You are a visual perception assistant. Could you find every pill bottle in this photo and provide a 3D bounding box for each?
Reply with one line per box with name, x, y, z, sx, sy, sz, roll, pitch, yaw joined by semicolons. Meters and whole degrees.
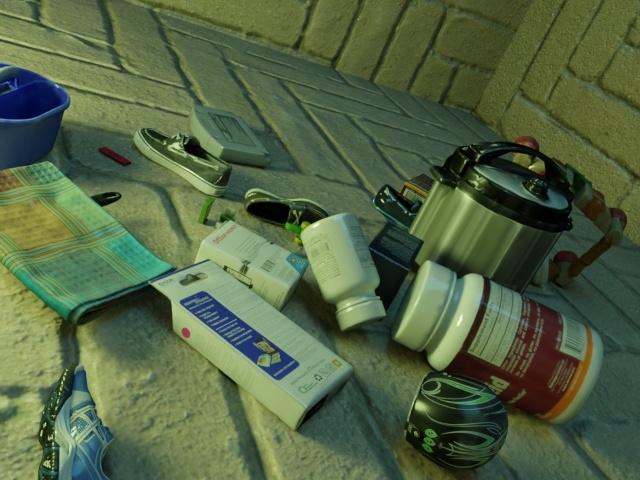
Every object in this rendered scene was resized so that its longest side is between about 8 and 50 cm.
pill bottle;0.053;0.069;1.417;0.131;0.131;0.229;-5;70;-47
pill bottle;0.364;0.208;1.413;0.392;0.224;0.224;25;25;1

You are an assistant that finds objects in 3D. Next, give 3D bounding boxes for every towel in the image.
towel;-0.469;-0.012;1.196;0.370;0.040;0.271;39;27;12

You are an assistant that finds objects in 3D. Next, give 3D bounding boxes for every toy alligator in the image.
toy alligator;0.000;0.000;1.675;0.189;0.056;0.051;28;25;6

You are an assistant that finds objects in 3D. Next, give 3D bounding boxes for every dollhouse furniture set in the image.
dollhouse furniture set;-0.207;-0.042;1.564;0.151;0.059;0.076;26;26;2

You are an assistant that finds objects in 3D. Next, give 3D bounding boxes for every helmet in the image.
helmet;0.243;0.319;1.164;0.161;0.170;0.169;17;21;20

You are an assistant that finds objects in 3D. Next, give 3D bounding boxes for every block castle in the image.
block castle;0.738;-0.101;2.178;0.453;0.303;0.213;40;32;1

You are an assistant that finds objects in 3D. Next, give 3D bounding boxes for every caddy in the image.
caddy;-0.704;-0.295;1.457;0.241;0.179;0.341;23;25;-3

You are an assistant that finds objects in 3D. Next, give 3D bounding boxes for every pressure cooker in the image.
pressure cooker;0.464;-0.062;1.794;0.375;0.421;0.369;35;27;21

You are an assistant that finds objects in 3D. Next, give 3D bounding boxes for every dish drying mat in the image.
dish drying mat;-0.515;-0.211;1.668;0.083;0.008;0.032;29;25;9

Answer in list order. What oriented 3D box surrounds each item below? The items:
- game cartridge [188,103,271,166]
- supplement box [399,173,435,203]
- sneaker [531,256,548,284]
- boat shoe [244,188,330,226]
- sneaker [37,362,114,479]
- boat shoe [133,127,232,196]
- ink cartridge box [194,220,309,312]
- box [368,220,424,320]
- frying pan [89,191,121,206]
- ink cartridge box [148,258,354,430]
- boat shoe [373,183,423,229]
game cartridge;-0.291;-0.322;2.037;0.198;0.062;0.297;2;33;-32
supplement box;0.346;-0.157;2.265;0.104;0.081;0.188;33;26;17
sneaker;0.603;0.016;2.052;0.169;0.293;0.108;-15;20;-1
boat shoe;-0.086;-0.069;1.710;0.227;0.081;0.069;13;29;-9
sneaker;-0.322;0.255;0.880;0.081;0.080;0.211;18;35;-30
boat shoe;-0.358;-0.233;1.741;0.301;0.102;0.108;35;27;18
ink cartridge box;-0.145;0.056;1.399;0.203;0.086;0.148;27;24;5
box;0.149;0.068;1.571;0.108;0.153;0.207;29;26;7
frying pan;-0.540;-0.055;1.290;0.197;0.053;0.326;25;24;-5
ink cartridge box;-0.131;0.174;1.211;0.371;0.069;0.175;37;28;17
boat shoe;0.286;-0.085;2.063;0.258;0.089;0.109;28;25;6
